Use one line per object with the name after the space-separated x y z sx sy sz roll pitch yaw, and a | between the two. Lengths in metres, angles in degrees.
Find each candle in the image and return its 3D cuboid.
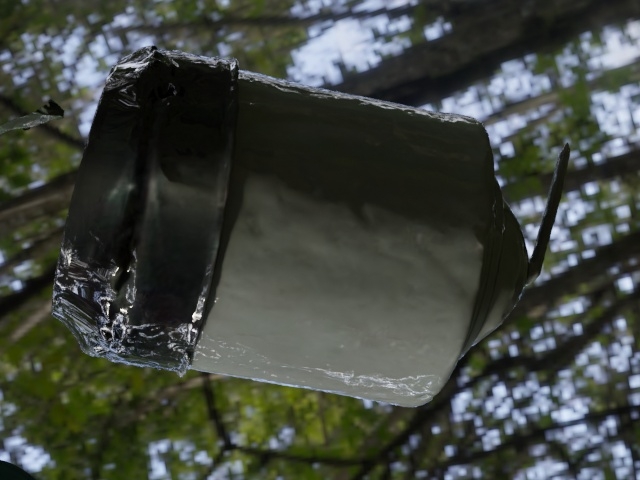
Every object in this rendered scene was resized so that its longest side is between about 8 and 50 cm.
0.000 0.000 1.059 0.343 0.221 0.221 12 -119 -9 | candle

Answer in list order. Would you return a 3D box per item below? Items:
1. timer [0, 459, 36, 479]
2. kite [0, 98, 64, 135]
-0.152 0.252 0.695 0.250 0.091 0.232 50 -126 -16 | timer
-0.195 -0.034 0.755 0.139 0.157 0.011 45 -155 -60 | kite
